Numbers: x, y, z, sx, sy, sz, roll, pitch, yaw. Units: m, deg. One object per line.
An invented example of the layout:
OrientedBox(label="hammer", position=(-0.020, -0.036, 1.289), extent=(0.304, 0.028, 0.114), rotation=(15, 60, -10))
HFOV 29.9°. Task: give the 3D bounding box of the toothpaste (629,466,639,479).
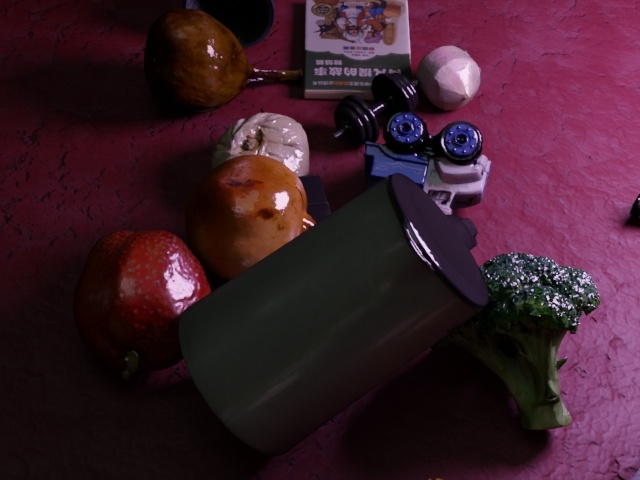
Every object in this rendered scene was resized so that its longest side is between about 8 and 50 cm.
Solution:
OrientedBox(label="toothpaste", position=(0.417, 0.394, 1.668), extent=(0.067, 0.043, 0.194), rotation=(32, 63, 18))

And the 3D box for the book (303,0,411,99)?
OrientedBox(label="book", position=(0.069, -0.367, 2.271), extent=(0.201, 0.027, 0.264), rotation=(2, 51, -1))

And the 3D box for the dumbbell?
OrientedBox(label="dumbbell", position=(0.099, -0.233, 2.120), extent=(0.208, 0.099, 0.099), rotation=(-35, 60, -26))

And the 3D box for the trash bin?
OrientedBox(label="trash bin", position=(-0.167, -0.473, 2.278), extent=(0.175, 0.175, 0.161), rotation=(3, 40, 2))

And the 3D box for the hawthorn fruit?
OrientedBox(label="hawthorn fruit", position=(-0.270, 0.107, 1.784), extent=(0.205, 0.205, 0.253), rotation=(7, 52, 4))

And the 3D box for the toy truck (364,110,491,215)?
OrientedBox(label="toy truck", position=(0.172, -0.104, 2.003), extent=(0.213, 0.161, 0.177), rotation=(11, 72, 7))

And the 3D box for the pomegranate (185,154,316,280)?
OrientedBox(label="pomegranate", position=(-0.116, -0.026, 1.888), extent=(0.209, 0.209, 0.209), rotation=(1, 51, -1))

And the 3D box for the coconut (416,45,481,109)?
OrientedBox(label="coconut", position=(0.238, -0.291, 2.168), extent=(0.110, 0.110, 0.124), rotation=(-21, 49, -17))

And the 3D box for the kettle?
OrientedBox(label="kettle", position=(0.042, 0.095, 1.701), extent=(0.376, 0.361, 0.250), rotation=(-36, 79, 18))

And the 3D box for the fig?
OrientedBox(label="fig", position=(-0.175, -0.300, 2.135), extent=(0.290, 0.191, 0.191), rotation=(18, 51, -8))

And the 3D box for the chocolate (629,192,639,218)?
OrientedBox(label="chocolate", position=(0.590, -0.034, 1.993), extent=(0.147, 0.072, 0.070), rotation=(33, 61, 29))

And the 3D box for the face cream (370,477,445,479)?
OrientedBox(label="face cream", position=(0.196, 0.376, 1.651), extent=(0.273, 0.078, 0.078), rotation=(12, 52, 8))

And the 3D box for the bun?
OrientedBox(label="bun", position=(-0.101, -0.146, 2.040), extent=(0.188, 0.111, 0.164), rotation=(-27, 60, -25))

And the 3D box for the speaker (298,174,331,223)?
OrientedBox(label="speaker", position=(0.000, 0.000, 1.942), extent=(0.044, 0.082, 0.218), rotation=(-7, 51, -13))

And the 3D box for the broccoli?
OrientedBox(label="broccoli", position=(0.304, 0.148, 1.772), extent=(0.254, 0.269, 0.269), rotation=(-18, 37, 42))
